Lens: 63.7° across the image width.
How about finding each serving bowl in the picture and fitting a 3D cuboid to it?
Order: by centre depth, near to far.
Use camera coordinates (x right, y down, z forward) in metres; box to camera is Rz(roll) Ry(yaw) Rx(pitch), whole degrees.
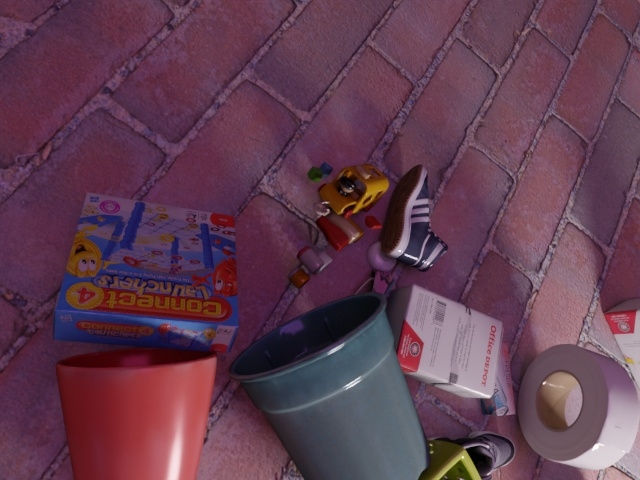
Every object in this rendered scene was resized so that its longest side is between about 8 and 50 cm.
[{"bbox_3d":[0.161,0.039,1.309,0.083,0.027,0.083,6,73,-21],"label":"serving bowl"}]

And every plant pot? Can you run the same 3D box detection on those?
[{"bbox_3d":[-0.326,0.328,0.925,0.275,0.275,0.243,1,86,-22],"label":"plant pot"},{"bbox_3d":[0.040,0.329,1.039,0.341,0.341,0.334,-27,96,-26],"label":"plant pot"},{"bbox_3d":[0.201,0.556,1.076,0.228,0.207,0.227,-32,103,-25],"label":"plant pot"}]

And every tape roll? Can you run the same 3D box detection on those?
[{"bbox_3d":[0.619,0.403,1.259,0.100,0.286,0.286,21,70,-16],"label":"tape roll"}]

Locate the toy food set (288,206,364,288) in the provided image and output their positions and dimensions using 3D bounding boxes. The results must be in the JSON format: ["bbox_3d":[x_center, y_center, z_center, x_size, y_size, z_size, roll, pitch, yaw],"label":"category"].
[{"bbox_3d":[0.000,0.000,1.213,0.232,0.111,0.104,-39,81,-25],"label":"toy food set"}]

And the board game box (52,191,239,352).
[{"bbox_3d":[-0.320,0.058,1.000,0.309,0.086,0.301,9,42,-20],"label":"board game box"}]

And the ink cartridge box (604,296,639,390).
[{"bbox_3d":[0.999,0.313,1.470,0.131,0.226,0.306,-24,87,-24],"label":"ink cartridge box"}]

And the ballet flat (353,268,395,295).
[{"bbox_3d":[0.109,0.164,1.239,0.079,0.077,0.221,24,62,5],"label":"ballet flat"}]

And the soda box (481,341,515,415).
[{"bbox_3d":[0.450,0.354,1.328,0.063,0.058,0.183,4,75,-21],"label":"soda box"}]

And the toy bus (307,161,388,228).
[{"bbox_3d":[0.079,-0.129,1.234,0.191,0.104,0.202,22,33,-23],"label":"toy bus"}]

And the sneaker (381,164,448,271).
[{"bbox_3d":[0.260,-0.052,1.337,0.153,0.099,0.282,31,61,-20],"label":"sneaker"}]

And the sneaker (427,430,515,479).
[{"bbox_3d":[0.377,0.508,1.205,0.269,0.153,0.101,5,75,-21],"label":"sneaker"}]

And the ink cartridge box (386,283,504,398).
[{"bbox_3d":[0.292,0.250,1.260,0.273,0.114,0.196,23,68,-14],"label":"ink cartridge box"}]
